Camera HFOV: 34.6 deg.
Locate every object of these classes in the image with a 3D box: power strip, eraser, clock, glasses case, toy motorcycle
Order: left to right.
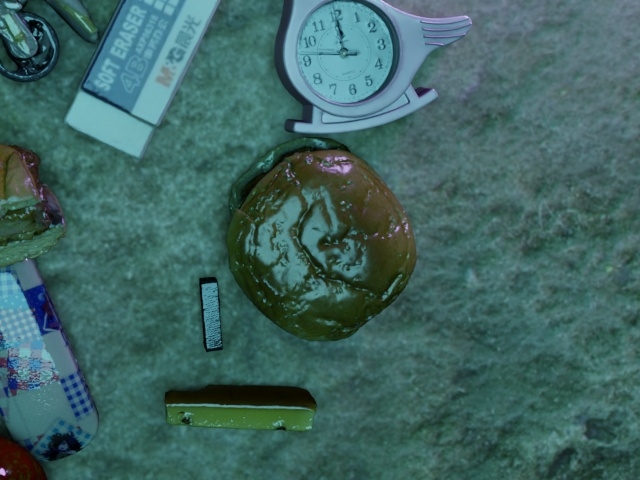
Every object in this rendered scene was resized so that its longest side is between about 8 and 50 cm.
[{"bbox_3d":[-0.431,-0.389,1.377,0.223,0.108,0.341,-38,104,-12],"label":"toy motorcycle"},{"bbox_3d":[-0.422,0.163,1.475,0.125,0.076,0.327,-21,103,-9],"label":"glasses case"},{"bbox_3d":[-0.247,-0.264,1.443,0.124,0.081,0.279,26,92,-15],"label":"eraser"},{"bbox_3d":[-0.163,0.110,1.538,0.029,0.038,0.111,-5,100,-12],"label":"power strip"},{"bbox_3d":[0.073,-0.307,1.502,0.290,0.080,0.275,-12,101,-10],"label":"clock"}]

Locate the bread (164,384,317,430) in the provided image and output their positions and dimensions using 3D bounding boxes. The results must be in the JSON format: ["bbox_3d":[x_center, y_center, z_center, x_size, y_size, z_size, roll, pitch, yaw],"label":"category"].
[{"bbox_3d":[-0.123,0.249,1.543,0.226,0.088,0.049,4,101,-11],"label":"bread"}]

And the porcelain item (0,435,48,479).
[{"bbox_3d":[-0.509,0.366,1.434,0.253,0.253,0.253,-2,99,-11],"label":"porcelain item"}]

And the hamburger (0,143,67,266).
[{"bbox_3d":[-0.493,-0.050,1.378,0.282,0.155,0.245,28,58,18],"label":"hamburger"}]

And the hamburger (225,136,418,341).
[{"bbox_3d":[-0.002,0.001,1.505,0.265,0.134,0.285,-42,106,-1],"label":"hamburger"}]
